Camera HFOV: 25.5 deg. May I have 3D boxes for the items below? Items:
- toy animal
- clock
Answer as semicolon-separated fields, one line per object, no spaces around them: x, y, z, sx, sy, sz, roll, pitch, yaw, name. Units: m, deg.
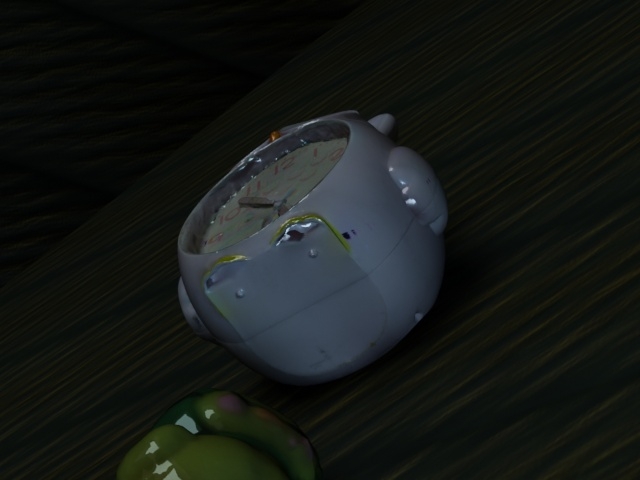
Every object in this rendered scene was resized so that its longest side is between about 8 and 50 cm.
-0.105;0.270;1.360;0.191;0.216;0.338;-54;8;17;toy animal
0.000;0.000;1.806;0.368;0.250;0.377;-29;24;19;clock
